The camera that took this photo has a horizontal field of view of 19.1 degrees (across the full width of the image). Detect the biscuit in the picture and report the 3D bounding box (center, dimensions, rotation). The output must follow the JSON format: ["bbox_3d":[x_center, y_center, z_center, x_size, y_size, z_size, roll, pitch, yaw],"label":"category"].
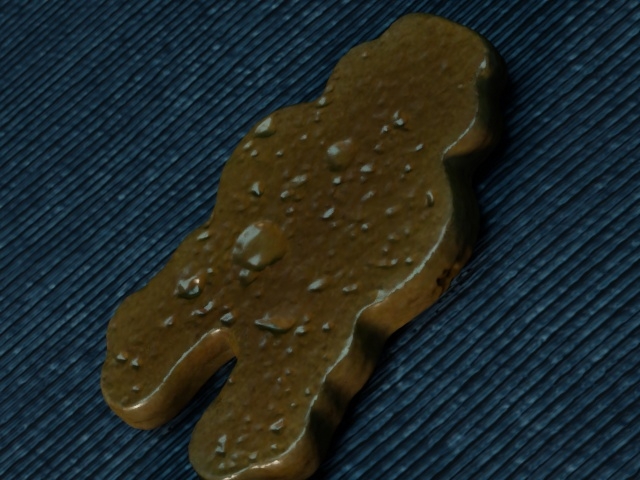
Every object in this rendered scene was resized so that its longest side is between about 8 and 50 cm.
[{"bbox_3d":[0.002,0.002,1.070,0.186,0.044,0.295,34,82,40],"label":"biscuit"}]
